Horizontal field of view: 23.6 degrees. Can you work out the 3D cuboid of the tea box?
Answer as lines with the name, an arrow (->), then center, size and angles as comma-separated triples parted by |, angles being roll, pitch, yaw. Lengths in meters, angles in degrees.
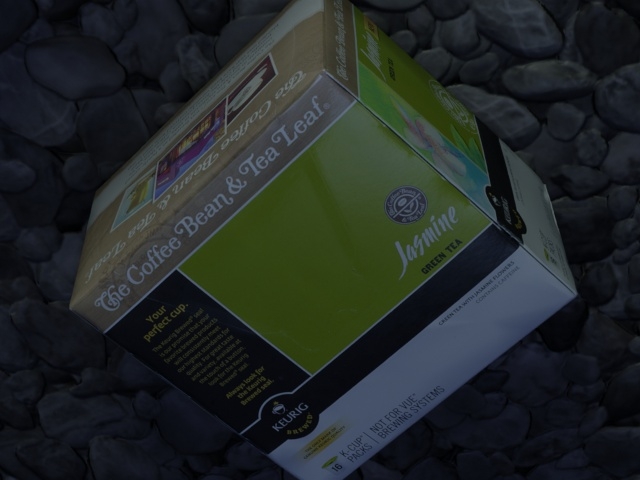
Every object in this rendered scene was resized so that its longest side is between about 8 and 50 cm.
tea box -> 0.000, 0.000, 1.432 | 0.329, 0.220, 0.323 | -41, 114, 21
